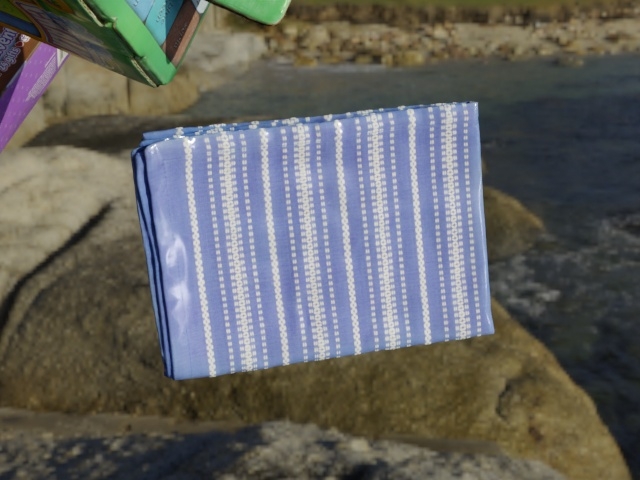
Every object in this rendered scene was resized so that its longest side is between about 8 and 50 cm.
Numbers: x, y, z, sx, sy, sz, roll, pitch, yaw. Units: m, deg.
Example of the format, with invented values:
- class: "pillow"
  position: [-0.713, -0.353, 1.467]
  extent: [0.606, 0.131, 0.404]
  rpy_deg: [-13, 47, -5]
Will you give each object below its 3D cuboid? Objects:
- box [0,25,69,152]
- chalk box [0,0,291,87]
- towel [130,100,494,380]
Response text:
- class: "box"
  position: [-0.329, -0.108, 0.766]
  extent: [0.201, 0.057, 0.293]
  rpy_deg: [18, 50, 3]
- class: "chalk box"
  position: [-0.140, -0.213, 0.585]
  extent: [0.289, 0.180, 0.179]
  rpy_deg: [22, -6, 10]
- class: "towel"
  position: [0.000, 0.000, 1.008]
  extent: [0.336, 0.243, 0.040]
  rpy_deg: [-7, 12, -9]
